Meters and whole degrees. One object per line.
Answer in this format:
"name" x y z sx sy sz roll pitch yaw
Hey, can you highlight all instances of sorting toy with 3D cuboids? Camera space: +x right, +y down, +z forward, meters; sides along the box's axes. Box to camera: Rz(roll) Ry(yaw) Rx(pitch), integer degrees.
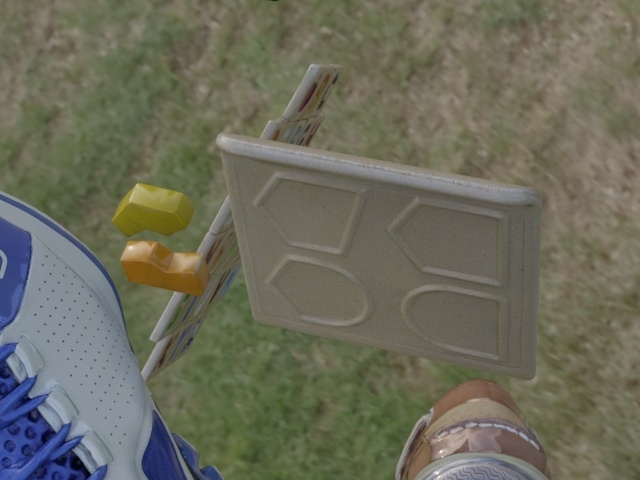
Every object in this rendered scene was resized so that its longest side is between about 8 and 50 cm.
"sorting toy" 0.000 0.000 1.068 0.307 0.229 0.041 11 57 15

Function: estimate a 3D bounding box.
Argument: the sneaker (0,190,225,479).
"sneaker" -0.126 0.129 0.794 0.127 0.315 0.182 -31 29 5

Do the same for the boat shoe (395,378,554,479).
"boat shoe" 0.086 0.216 0.974 0.123 0.324 0.116 9 42 -3

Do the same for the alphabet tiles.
"alphabet tiles" -0.074 -0.021 1.521 0.011 0.285 0.342 30 99 5
